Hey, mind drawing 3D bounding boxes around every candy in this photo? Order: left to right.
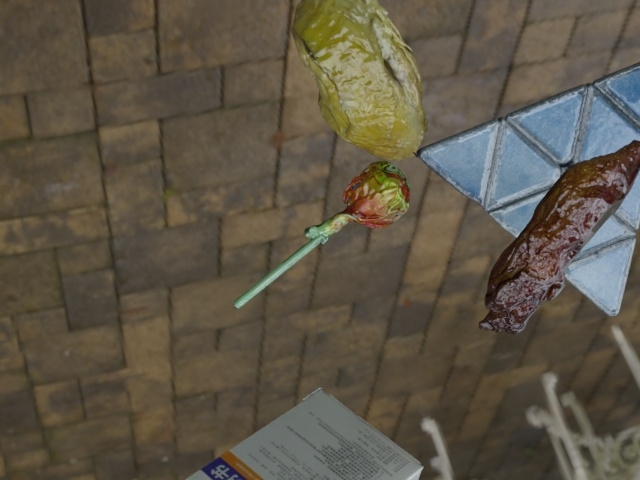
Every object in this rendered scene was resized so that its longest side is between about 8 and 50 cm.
[{"bbox_3d":[0.000,0.000,1.068,0.201,0.060,0.060,-37,148,-5],"label":"candy"}]

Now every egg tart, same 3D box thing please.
[{"bbox_3d":[0.033,-0.195,1.364,0.098,0.232,0.252,-27,120,-15],"label":"egg tart"}]

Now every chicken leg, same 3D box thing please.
[{"bbox_3d":[0.193,-0.016,0.882,0.219,0.048,0.089,-53,159,2],"label":"chicken leg"}]

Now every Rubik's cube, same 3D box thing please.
[{"bbox_3d":[0.269,-0.087,1.358,0.233,0.228,0.228,15,148,25],"label":"Rubik's cube"}]

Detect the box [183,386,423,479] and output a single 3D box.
[{"bbox_3d":[-0.027,0.355,1.593,0.299,0.200,0.106,-28,143,-44],"label":"box"}]
